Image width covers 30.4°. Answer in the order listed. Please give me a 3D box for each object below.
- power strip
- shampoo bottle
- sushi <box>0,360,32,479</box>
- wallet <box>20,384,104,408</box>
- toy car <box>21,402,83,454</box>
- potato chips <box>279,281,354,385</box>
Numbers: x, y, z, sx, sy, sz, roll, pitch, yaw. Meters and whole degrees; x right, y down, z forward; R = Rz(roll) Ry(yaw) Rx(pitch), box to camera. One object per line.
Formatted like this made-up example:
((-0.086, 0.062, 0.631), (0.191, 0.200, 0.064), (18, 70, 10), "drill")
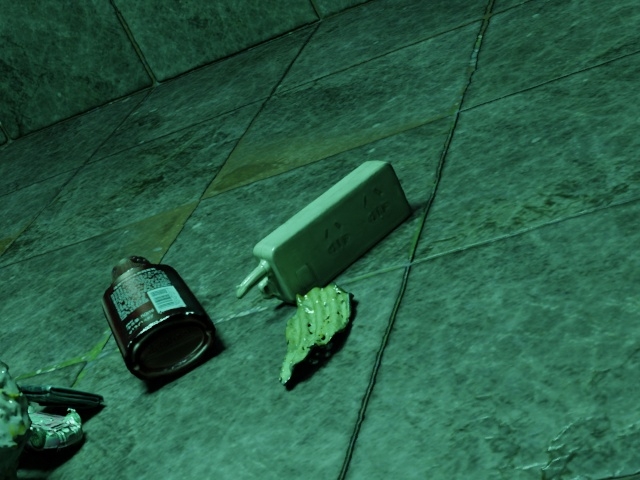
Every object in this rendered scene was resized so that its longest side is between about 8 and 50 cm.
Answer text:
((0.000, 0.000, 1.579), (0.288, 0.093, 0.053), (-39, 27, -28), "power strip")
((-0.237, 0.098, 1.644), (0.129, 0.084, 0.323), (-28, 20, -10), "shampoo bottle")
((-0.465, 0.207, 1.409), (0.184, 0.274, 0.139), (-39, 2, 35), "sushi")
((-0.353, 0.206, 1.548), (0.088, 0.026, 0.129), (15, -15, -42), "wallet")
((-0.363, 0.242, 1.485), (0.142, 0.055, 0.069), (4, 13, 34), "toy car")
((-0.006, 0.105, 1.433), (0.092, 0.028, 0.207), (-22, 20, 15), "potato chips")
